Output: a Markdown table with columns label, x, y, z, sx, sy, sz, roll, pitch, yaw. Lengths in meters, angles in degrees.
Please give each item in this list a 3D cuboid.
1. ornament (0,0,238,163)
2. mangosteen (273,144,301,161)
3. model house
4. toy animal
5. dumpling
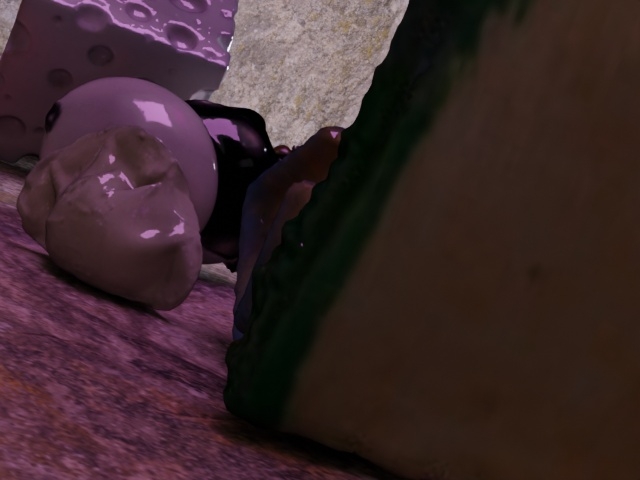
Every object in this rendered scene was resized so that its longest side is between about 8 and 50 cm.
| label | x | y | z | sx | sy | sz | roll | pitch | yaw |
| --- | --- | --- | --- | --- | --- | --- | --- | --- | --- |
| ornament | -0.250 | -0.225 | 1.696 | 0.239 | 0.240 | 0.239 | 19 | 40 | -15 |
| mangosteen | -0.059 | -0.065 | 1.834 | 0.140 | 0.140 | 0.140 | 21 | 6 | -2 |
| model house | 0.117 | -0.040 | 1.033 | 0.334 | 0.382 | 0.342 | 21 | 11 | -19 |
| toy animal | -0.161 | -0.066 | 1.373 | 0.187 | 0.165 | 0.235 | 21 | 7 | 33 |
| dumpling | -0.159 | -0.026 | 1.157 | 0.100 | 0.134 | 0.169 | 17 | 10 | -41 |
